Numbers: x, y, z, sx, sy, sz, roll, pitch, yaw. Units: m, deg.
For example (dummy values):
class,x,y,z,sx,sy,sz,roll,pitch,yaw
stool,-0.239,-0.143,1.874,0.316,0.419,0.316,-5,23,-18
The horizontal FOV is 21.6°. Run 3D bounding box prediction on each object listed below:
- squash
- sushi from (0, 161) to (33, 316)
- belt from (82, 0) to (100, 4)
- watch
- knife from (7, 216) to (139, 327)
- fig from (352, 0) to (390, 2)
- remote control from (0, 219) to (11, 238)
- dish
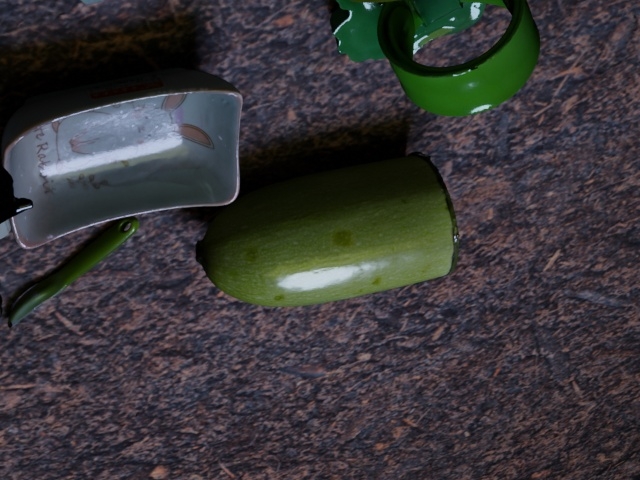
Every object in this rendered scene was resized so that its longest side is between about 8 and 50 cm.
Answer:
class,x,y,z,sx,sy,sz,roll,pitch,yaw
squash,0.000,0.000,1.657,0.247,0.132,0.132,-14,143,-16
sushi,-0.365,-0.036,1.315,0.234,0.207,0.349,-28,138,-16
belt,-0.178,-0.277,1.179,0.257,0.150,0.207,4,145,-32
watch,0.104,-0.176,1.477,0.165,0.152,0.131,-28,148,2
knife,-0.247,0.032,1.647,0.184,0.022,0.026,-38,169,18
fig,0.060,-0.261,1.273,0.233,0.233,0.314,-7,136,-23
remote control,-0.330,-0.056,1.474,0.087,0.029,0.190,-19,142,-8
dish,-0.180,-0.086,1.486,0.212,0.077,0.151,-14,142,-15
